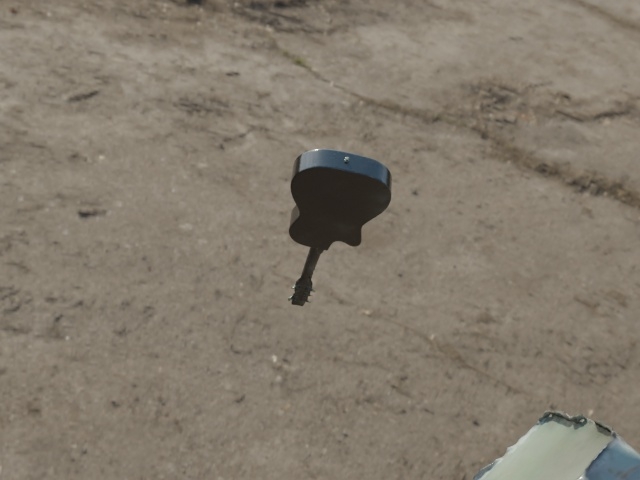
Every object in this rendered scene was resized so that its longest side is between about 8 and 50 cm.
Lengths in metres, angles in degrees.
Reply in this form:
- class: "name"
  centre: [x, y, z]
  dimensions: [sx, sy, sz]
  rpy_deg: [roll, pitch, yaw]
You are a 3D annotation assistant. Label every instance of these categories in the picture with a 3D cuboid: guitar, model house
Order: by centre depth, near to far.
- class: "model house"
  centre: [0.109, 0.133, 0.329]
  dimensions: [0.100, 0.088, 0.101]
  rpy_deg: [45, -4, 3]
- class: "guitar"
  centre: [0.000, 0.000, 0.785]
  dimensions: [0.088, 0.233, 0.025]
  rpy_deg: [11, 52, -7]
